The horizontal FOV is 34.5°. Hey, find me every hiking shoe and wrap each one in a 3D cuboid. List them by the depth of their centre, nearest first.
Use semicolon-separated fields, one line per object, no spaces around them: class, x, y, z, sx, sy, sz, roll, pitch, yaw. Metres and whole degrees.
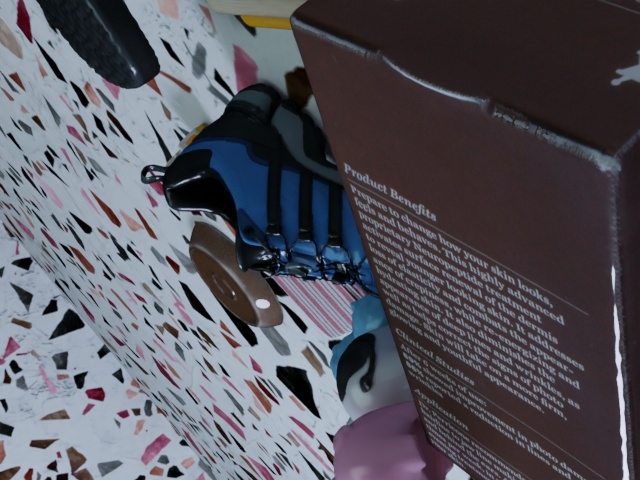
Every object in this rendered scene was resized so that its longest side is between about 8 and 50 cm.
hiking shoe;0.000;0.000;0.825;0.304;0.132;0.113;37;157;31

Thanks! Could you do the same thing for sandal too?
sandal;-0.225;-0.282;0.859;0.446;0.107;0.168;49;167;40

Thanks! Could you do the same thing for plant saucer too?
plant saucer;-0.114;0.051;1.312;0.168;0.029;0.168;41;158;21

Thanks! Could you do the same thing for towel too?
towel;-0.007;0.034;1.063;0.144;0.029;0.197;49;163;0

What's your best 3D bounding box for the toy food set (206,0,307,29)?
toy food set;-0.016;-0.201;0.555;0.104;0.111;0.232;7;133;16

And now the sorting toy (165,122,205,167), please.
sorting toy;-0.114;-0.076;1.066;0.075;0.045;0.083;43;160;-6

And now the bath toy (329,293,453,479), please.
bath toy;0.041;0.182;0.801;0.151;0.129;0.348;61;-160;-22

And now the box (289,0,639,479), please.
box;0.134;0.019;0.578;0.191;0.143;0.381;33;157;38
